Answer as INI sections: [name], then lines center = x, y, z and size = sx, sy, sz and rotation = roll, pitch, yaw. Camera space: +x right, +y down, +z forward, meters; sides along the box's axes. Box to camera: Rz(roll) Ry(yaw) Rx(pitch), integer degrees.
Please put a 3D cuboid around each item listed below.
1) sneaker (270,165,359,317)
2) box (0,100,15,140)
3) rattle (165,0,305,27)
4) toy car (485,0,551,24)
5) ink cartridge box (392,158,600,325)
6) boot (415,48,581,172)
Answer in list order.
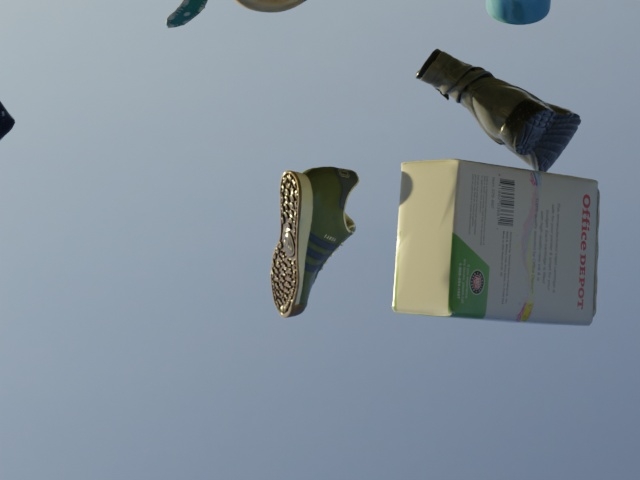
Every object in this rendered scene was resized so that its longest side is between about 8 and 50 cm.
[sneaker]
center = 0.000, 0.000, 1.900
size = 0.086, 0.192, 0.064
rotation = -13, -138, -23
[box]
center = -0.431, -0.175, 1.318
size = 0.183, 0.296, 0.294
rotation = -45, -123, -11
[rattle]
center = -0.069, -0.273, 1.749
size = 0.200, 0.130, 0.143
rotation = -17, -151, -17
[toy car]
center = 0.316, -0.342, 1.883
size = 0.238, 0.219, 0.210
rotation = 21, -140, 28
[ink cartridge box]
center = 0.181, 0.005, 1.780
size = 0.212, 0.154, 0.093
rotation = 5, 176, -39
[boot]
center = 0.208, -0.162, 2.064
size = 0.161, 0.083, 0.246
rotation = 37, -174, 20
